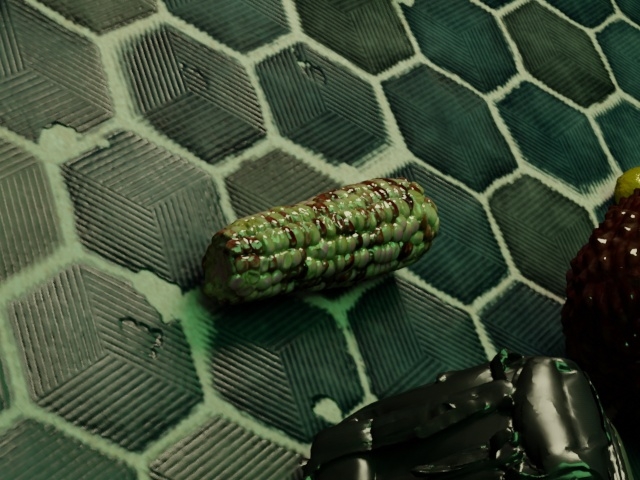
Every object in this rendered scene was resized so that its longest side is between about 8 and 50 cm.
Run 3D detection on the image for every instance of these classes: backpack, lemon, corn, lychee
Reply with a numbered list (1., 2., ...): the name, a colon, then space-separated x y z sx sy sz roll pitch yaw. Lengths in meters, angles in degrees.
1. backpack: 0.111 0.184 1.294 0.206 0.258 0.133 -93 165 -53
2. lemon: 0.371 -0.051 1.868 0.083 0.062 0.062 31 39 -17
3. corn: 0.000 0.000 1.461 0.280 0.092 0.092 -13 64 -46
4. lychee: 0.361 0.054 1.606 0.271 0.271 0.271 25 41 -24
